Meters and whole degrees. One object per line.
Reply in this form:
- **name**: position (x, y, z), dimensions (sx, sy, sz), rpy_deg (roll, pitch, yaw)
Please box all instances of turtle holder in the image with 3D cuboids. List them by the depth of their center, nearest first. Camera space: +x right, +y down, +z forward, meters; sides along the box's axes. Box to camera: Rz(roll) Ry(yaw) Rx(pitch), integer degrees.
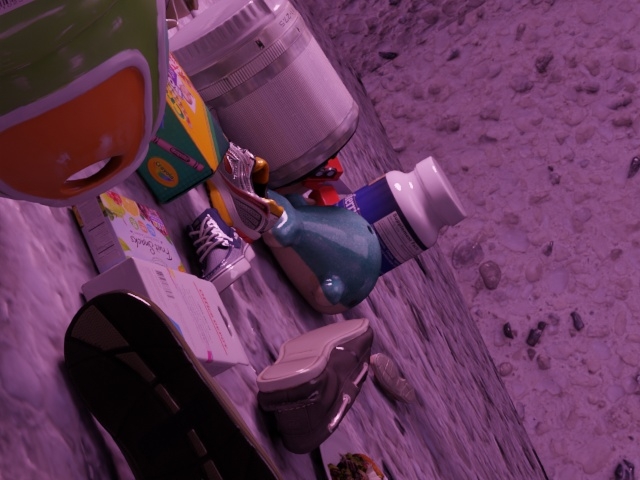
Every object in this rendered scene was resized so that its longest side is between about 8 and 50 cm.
- **turtle holder**: position (-0.258, -0.163, 0.906), dimensions (0.320, 0.243, 0.227), rpy_deg (20, -35, 36)

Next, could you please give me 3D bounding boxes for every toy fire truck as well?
- **toy fire truck**: position (-0.031, -0.098, 1.936), dimensions (0.192, 0.135, 0.047), rpy_deg (-3, 56, -35)

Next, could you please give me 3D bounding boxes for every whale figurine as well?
- **whale figurine**: position (0.000, 0.000, 1.716), dimensions (0.272, 0.141, 0.216), rpy_deg (44, 20, -52)

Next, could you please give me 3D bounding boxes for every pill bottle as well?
- **pill bottle**: position (0.112, -0.028, 1.953), dimensions (0.153, 0.264, 0.153), rpy_deg (56, 11, -18)

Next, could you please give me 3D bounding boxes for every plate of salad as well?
- **plate of salad**: position (0.059, 0.318, 1.412), dimensions (0.200, 0.048, 0.200), rpy_deg (57, 12, -19)

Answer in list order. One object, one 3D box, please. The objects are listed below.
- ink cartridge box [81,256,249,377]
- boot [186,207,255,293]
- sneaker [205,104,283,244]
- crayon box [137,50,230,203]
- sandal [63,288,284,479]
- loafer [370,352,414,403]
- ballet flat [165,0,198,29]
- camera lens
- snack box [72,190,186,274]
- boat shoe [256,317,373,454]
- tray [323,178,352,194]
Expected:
- **ink cartridge box**: position (-0.145, 0.085, 1.081), dimensions (0.104, 0.061, 0.181), rpy_deg (64, 13, 17)
- **boot**: position (-0.131, 0.013, 1.341), dimensions (0.086, 0.069, 0.190), rpy_deg (51, 4, -6)
- **sneaker**: position (-0.118, -0.100, 1.582), dimensions (0.225, 0.092, 0.088), rpy_deg (64, 12, 22)
- **crayon box**: position (-0.227, -0.195, 1.379), dimensions (0.278, 0.081, 0.165), rpy_deg (57, 11, -13)
- **sandal**: position (-0.105, 0.176, 0.916), dimensions (0.303, 0.120, 0.086), rpy_deg (62, -2, 13)
- **loafer**: position (0.113, 0.237, 1.894), dimensions (0.125, 0.039, 0.045), rpy_deg (49, 49, -33)
- **ballet flat**: position (-0.202, -0.306, 1.361), dimensions (0.280, 0.095, 0.096), rpy_deg (-69, 138, -64)
- **camera lens**: position (-0.088, -0.231, 1.719), dimensions (0.274, 0.219, 0.219), rpy_deg (55, 12, -21)
- **snack box**: position (-0.191, 0.007, 1.141), dimensions (0.100, 0.037, 0.141), rpy_deg (65, 12, 16)
- **boat shoe**: position (-0.001, 0.175, 1.404), dimensions (0.335, 0.112, 0.096), rpy_deg (-29, 107, -73)
- **tray**: position (-0.057, -0.151, 1.999), dimensions (0.145, 0.030, 0.270), rpy_deg (20, -14, 34)
